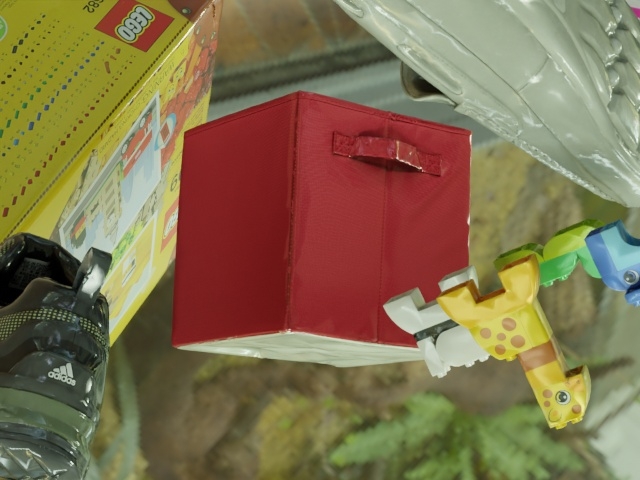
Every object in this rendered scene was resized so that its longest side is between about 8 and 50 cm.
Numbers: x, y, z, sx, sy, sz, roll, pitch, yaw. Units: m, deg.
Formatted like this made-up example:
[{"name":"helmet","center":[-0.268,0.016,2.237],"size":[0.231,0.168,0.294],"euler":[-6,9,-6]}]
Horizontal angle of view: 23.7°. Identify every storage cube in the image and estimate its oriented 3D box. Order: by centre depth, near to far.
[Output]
[{"name":"storage cube","center":[0.000,0.000,1.286],"size":[0.184,0.215,0.193],"euler":[10,77,-34]}]

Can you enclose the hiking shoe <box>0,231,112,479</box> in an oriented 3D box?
[{"name":"hiking shoe","center":[-0.145,0.058,0.715],"size":[0.086,0.227,0.114],"euler":[29,74,-25]}]

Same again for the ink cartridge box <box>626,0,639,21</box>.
[{"name":"ink cartridge box","center":[0.389,-0.229,1.241],"size":[0.311,0.186,0.065],"euler":[-37,131,-31]}]

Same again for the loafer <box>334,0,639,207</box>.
[{"name":"loafer","center":[0.097,-0.117,0.860],"size":[0.319,0.111,0.112],"euler":[41,46,-35]}]

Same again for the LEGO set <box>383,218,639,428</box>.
[{"name":"LEGO set","center":[0.145,0.043,0.845],"size":[0.227,0.093,0.087],"euler":[-23,-176,23]}]

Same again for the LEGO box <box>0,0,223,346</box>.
[{"name":"LEGO box","center":[-0.300,0.007,1.383],"size":[0.500,0.193,0.372],"euler":[-57,168,-38]}]
